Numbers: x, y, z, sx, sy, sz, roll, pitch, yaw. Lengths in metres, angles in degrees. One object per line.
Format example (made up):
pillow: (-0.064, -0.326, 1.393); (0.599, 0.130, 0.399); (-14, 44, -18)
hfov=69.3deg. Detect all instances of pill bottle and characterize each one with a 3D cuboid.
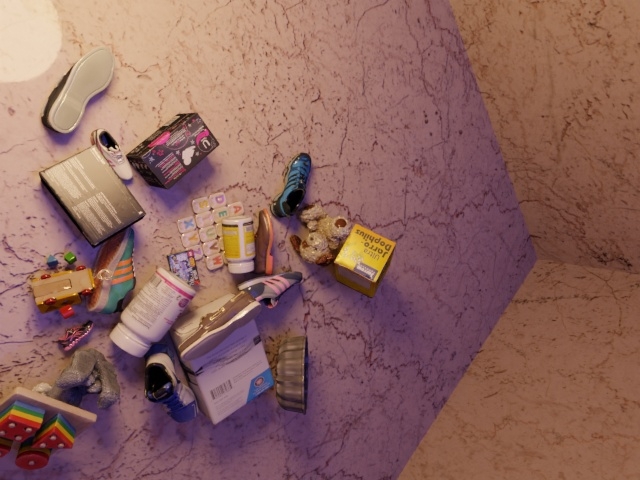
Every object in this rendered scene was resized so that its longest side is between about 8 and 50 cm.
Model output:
pill bottle: (-0.577, 0.247, 1.595); (0.160, 0.160, 0.283); (43, 78, -34)
pill bottle: (-0.312, 0.014, 1.778); (0.119, 0.119, 0.208); (-11, 104, -37)

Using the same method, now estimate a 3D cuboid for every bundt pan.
bundt pan: (-0.119, 0.561, 1.953); (0.124, 0.331, 0.330); (1, 98, 1)

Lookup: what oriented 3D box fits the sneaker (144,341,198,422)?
sneaker: (-0.549, 0.537, 1.639); (0.128, 0.182, 0.315); (-20, 107, -5)

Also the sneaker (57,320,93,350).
sneaker: (-0.801, 0.301, 1.512); (0.119, 0.047, 0.057); (-47, 111, -25)

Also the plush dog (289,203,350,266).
plush dog: (0.000, 0.000, 2.006); (0.225, 0.263, 0.210); (-52, 146, -14)

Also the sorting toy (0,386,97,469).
sorting toy: (-0.865, 0.579, 1.380); (0.257, 0.089, 0.255); (-37, 126, 16)

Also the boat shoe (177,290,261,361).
boat shoe: (-0.360, 0.293, 1.615); (0.325, 0.097, 0.116); (-35, 155, -26)

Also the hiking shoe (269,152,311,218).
hiking shoe: (-0.093, -0.226, 1.934); (0.113, 0.132, 0.303); (28, 79, -38)

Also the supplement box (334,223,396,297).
supplement box: (0.195, 0.102, 2.059); (0.195, 0.194, 0.356); (-61, 168, -14)

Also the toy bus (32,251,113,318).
toy bus: (-0.782, 0.154, 1.444); (0.202, 0.104, 0.190); (25, 54, 0)

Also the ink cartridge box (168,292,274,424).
ink cartridge box: (-0.378, 0.444, 1.787); (0.286, 0.166, 0.394); (-26, 112, -34)

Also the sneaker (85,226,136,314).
sneaker: (-0.675, 0.098, 1.550); (0.121, 0.108, 0.301); (28, 76, -54)

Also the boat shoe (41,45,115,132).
boat shoe: (-0.742, -0.465, 1.406); (0.302, 0.091, 0.114); (-61, 147, -17)

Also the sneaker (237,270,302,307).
sneaker: (-0.192, 0.209, 1.906); (0.319, 0.112, 0.130); (-10, 76, -42)

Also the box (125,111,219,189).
box: (-0.502, -0.306, 1.577); (0.247, 0.163, 0.142); (-48, 126, -23)

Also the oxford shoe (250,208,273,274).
oxford shoe: (-0.245, 0.006, 1.872); (0.099, 0.097, 0.270); (-1, 92, -14)

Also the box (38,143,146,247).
box: (-0.702, -0.134, 1.438); (0.184, 0.103, 0.261); (-38, 100, -26)

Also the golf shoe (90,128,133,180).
golf shoe: (-0.670, -0.273, 1.498); (0.067, 0.086, 0.186); (-44, 122, -27)

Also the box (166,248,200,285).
box: (-0.507, 0.107, 1.715); (0.094, 0.027, 0.136); (-17, 107, -27)

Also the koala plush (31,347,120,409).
koala plush: (-0.791, 0.478, 1.483); (0.221, 0.203, 0.196); (-43, 124, -1)

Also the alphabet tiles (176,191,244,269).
alphabet tiles: (-0.405, -0.036, 1.787); (0.278, 0.021, 0.283); (-21, 109, -35)
